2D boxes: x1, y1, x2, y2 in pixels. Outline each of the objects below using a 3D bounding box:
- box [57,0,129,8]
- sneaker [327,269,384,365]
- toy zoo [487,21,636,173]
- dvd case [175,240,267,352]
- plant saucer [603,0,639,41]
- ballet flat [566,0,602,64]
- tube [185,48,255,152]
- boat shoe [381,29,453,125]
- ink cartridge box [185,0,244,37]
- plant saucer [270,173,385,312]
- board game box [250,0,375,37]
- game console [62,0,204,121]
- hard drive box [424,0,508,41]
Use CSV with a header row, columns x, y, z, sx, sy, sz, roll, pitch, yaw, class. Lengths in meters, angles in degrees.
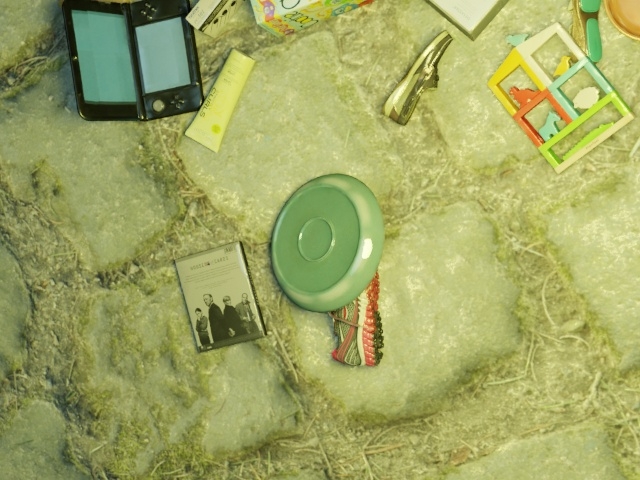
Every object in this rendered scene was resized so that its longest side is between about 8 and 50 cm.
x,y,z,sx,sy,sz,roll,pitch,yaw,class
-0.547,-0.630,1.883,0.164,0.021,0.201,37,102,11,box
0.070,0.137,1.697,0.112,0.121,0.299,-2,93,18,sneaker
0.481,-0.311,1.568,0.192,0.030,0.293,-42,81,34,toy zoo
-0.242,0.138,1.833,0.179,0.029,0.238,-16,88,16,dvd case
0.678,-0.499,1.530,0.200,0.037,0.199,1,92,17,plant saucer
0.538,-0.461,1.557,0.067,0.073,0.206,6,97,60,ballet flat
-0.232,-0.334,1.792,0.070,0.062,0.240,46,112,45,tube
0.224,-0.351,1.651,0.073,0.080,0.223,39,108,5,boat shoe
-0.215,-0.571,1.752,0.046,0.097,0.207,44,103,10,ink cartridge box
0.000,0.000,1.679,0.318,0.044,0.317,-11,72,37,plant saucer
-0.012,-0.574,1.669,0.275,0.142,0.144,-17,88,16,board game box
-0.437,-0.438,1.784,0.250,0.173,0.293,-8,91,17,game console
0.332,-0.575,1.598,0.181,0.089,0.232,44,103,10,hard drive box
